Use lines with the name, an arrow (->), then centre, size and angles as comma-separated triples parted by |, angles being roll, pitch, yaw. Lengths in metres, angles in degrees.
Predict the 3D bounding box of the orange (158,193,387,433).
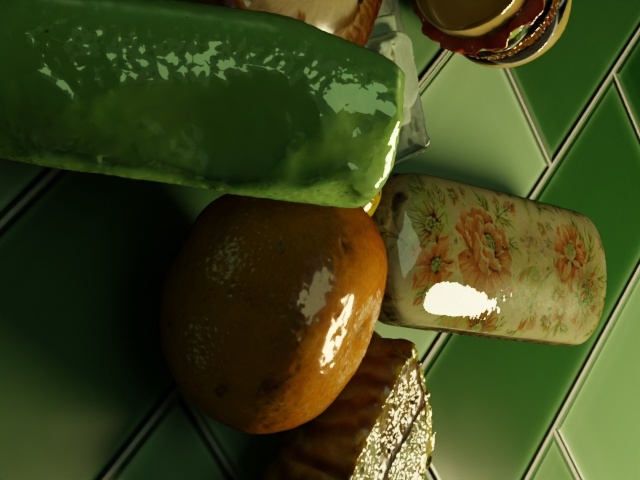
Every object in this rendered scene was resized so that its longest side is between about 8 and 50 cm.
orange -> -0.041, 0.052, 1.309 | 0.224, 0.170, 0.224 | -60, 165, -28

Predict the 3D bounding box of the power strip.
power strip -> 0.049, -0.162, 1.544 | 0.213, 0.064, 0.198 | -29, 109, -50

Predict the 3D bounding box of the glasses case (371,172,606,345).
glasses case -> 0.180, 0.026, 1.651 | 0.425, 0.098, 0.156 | 10, 81, -50

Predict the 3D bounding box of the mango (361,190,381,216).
mango -> -0.014, -0.075, 1.422 | 0.103, 0.076, 0.161 | -38, 84, -24

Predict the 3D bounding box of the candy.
candy -> -0.105, -0.110, 1.177 | 0.343, 0.132, 0.142 | 9, 86, -17

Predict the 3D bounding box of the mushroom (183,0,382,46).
mushroom -> -0.043, -0.273, 1.290 | 0.345, 0.259, 0.345 | 2, 87, -50

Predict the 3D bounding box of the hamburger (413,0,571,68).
hamburger -> 0.191, -0.260, 1.663 | 0.137, 0.175, 0.175 | 36, 58, -50

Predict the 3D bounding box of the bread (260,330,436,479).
bread -> 0.027, 0.205, 1.412 | 0.181, 0.096, 0.222 | 75, 34, -44
